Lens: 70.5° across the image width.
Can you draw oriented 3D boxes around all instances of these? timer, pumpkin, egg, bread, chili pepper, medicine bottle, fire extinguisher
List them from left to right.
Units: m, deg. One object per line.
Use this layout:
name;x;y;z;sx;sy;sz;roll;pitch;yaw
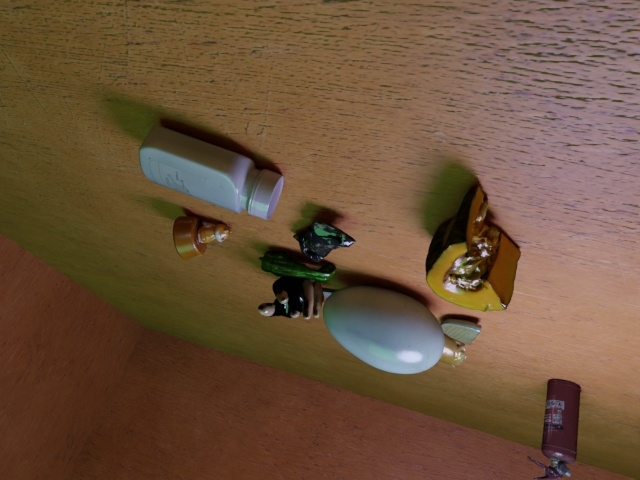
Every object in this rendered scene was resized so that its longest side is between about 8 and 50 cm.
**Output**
timer;-0.340;-0.017;1.345;0.152;0.132;0.132;-8;149;7
medicine bottle;-0.236;-0.144;1.001;0.296;0.111;0.161;21;156;4
chili pepper;-0.080;0.080;1.360;0.257;0.074;0.100;15;-162;17
egg;0.181;0.255;1.337;0.371;0.230;0.230;21;155;15
bread;0.402;0.365;1.552;0.173;0.085;0.134;19;154;2
bread;0.431;0.275;1.415;0.112;0.036;0.193;18;158;16
pumpkin;0.322;0.034;0.899;0.190;0.139;0.280;23;158;5
fire extinguisher;0.782;0.639;1.518;0.147;0.337;0.106;16;153;11

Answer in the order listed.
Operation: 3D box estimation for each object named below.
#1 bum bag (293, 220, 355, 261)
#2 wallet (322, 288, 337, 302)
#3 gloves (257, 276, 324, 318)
bum bag;-0.001;-0.001;1.151;0.102;0.069;0.248;49;154;-4
wallet;0.066;0.199;1.552;0.196;0.020;0.103;5;150;30
gloves;-0.087;0.180;1.397;0.197;0.152;0.301;-23;-177;1
